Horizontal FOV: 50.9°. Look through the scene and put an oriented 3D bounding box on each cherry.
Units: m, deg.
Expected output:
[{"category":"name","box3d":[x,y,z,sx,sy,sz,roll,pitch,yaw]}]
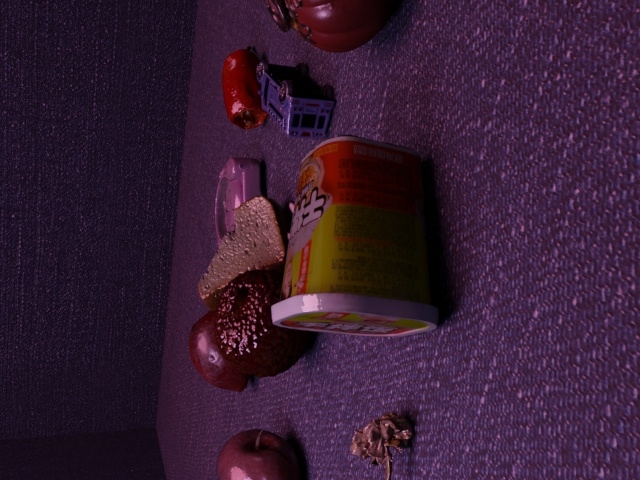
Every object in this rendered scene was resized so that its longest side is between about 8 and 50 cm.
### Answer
[{"category":"cherry","box3d":[-0.160,0.604,1.739,0.236,0.212,0.286,-115,24,-63]},{"category":"cherry","box3d":[-0.312,0.345,2.145,0.300,0.202,0.230,66,148,20]}]

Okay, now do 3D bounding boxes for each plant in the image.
[{"category":"plant","box3d":[0.116,0.380,1.222,0.116,0.104,0.122,-43,55,46]}]

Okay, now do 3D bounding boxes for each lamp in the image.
[{"category":"lamp","box3d":[0.014,-0.513,1.295,0.303,0.257,0.303,58,176,6]}]

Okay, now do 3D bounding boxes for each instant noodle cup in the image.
[{"category":"instant noodle cup","box3d":[0.062,-0.001,1.190,0.294,0.293,0.308,148,127,-64]}]

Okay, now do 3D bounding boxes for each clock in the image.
[{"category":"clock","box3d":[-0.270,-0.100,2.174,0.322,0.113,0.296,161,108,-67]}]

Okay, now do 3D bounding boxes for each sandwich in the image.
[{"category":"sandwich","box3d":[-0.209,0.028,1.832,0.099,0.288,0.254,48,-163,-54]}]

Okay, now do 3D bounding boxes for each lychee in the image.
[{"category":"lychee","box3d":[-0.140,0.201,1.663,0.260,0.260,0.261,-179,90,-68]}]

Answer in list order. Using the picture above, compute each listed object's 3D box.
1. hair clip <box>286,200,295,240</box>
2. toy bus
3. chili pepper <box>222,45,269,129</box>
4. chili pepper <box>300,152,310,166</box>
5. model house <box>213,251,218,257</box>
[{"category":"hair clip","box3d":[0.004,0.001,1.534,0.331,0.085,0.101,40,118,61]},{"category":"toy bus","box3d":[-0.073,-0.359,1.689,0.292,0.125,0.133,-125,42,-54]},{"category":"chili pepper","box3d":[-0.242,-0.523,2.105,0.134,0.131,0.339,-39,51,50]},{"category":"chili pepper","box3d":[-0.003,-0.176,1.597,0.272,0.063,0.071,32,106,68]},{"category":"model house","box3d":[-0.208,0.108,1.957,0.207,0.135,0.219,-54,-53,-62]}]
